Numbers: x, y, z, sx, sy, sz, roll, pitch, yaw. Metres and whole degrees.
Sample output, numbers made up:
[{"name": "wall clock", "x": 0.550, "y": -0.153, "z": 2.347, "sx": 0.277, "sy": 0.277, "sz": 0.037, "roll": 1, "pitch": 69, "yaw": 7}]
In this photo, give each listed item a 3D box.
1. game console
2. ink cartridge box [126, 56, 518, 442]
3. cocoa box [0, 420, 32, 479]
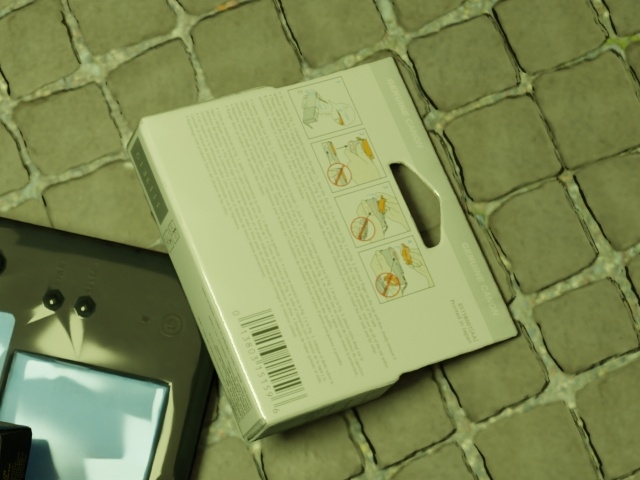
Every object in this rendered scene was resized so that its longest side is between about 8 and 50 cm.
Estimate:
[{"name": "game console", "x": -0.276, "y": 0.172, "z": 1.502, "sx": 0.342, "sy": 0.060, "sz": 0.387, "roll": 11, "pitch": 78, "yaw": 7}, {"name": "ink cartridge box", "x": 0.000, "y": 0.000, "z": 1.527, "sx": 0.239, "sy": 0.060, "sz": 0.275, "roll": -16, "pitch": 74, "yaw": -25}, {"name": "cocoa box", "x": -0.364, "y": 0.285, "z": 1.335, "sx": 0.231, "sy": 0.228, "sz": 0.347, "roll": 9, "pitch": 86, "yaw": 3}]
